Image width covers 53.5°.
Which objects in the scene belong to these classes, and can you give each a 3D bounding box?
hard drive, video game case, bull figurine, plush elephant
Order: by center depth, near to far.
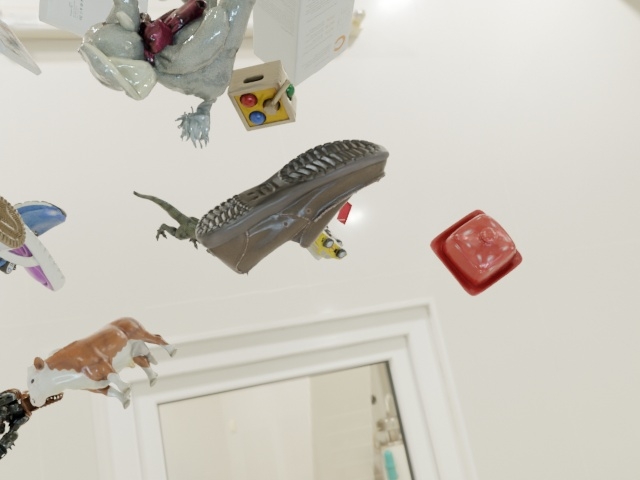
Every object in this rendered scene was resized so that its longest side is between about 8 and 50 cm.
[{"bbox_3d":[-0.289,-0.344,1.095,0.256,0.329,0.272,8,10,-33],"label":"plush elephant"},{"bbox_3d":[-0.440,0.251,1.296,0.101,0.188,0.310,-63,-8,26],"label":"bull figurine"},{"bbox_3d":[-0.677,-0.435,1.360,0.019,0.143,0.157,-38,-3,0],"label":"video game case"},{"bbox_3d":[-0.592,-0.630,1.687,0.040,0.203,0.308,2,-3,33],"label":"hard drive"}]

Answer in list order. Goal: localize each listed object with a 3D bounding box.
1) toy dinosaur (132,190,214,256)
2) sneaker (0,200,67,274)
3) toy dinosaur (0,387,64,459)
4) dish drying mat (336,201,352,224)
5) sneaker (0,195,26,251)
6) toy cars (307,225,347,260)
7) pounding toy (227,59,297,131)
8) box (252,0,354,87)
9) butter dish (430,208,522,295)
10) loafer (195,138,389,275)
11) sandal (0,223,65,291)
[{"bbox_3d":[-0.274,-0.021,1.309,0.268,0.064,0.118,32,-28,-19],"label":"toy dinosaur"},{"bbox_3d":[-0.823,0.013,1.693,0.330,0.147,0.130,-29,-19,-3],"label":"sneaker"},{"bbox_3d":[-0.789,0.426,1.565,0.322,0.164,0.218,-42,8,15],"label":"toy dinosaur"},{"bbox_3d":[0.065,-0.078,1.749,0.008,0.032,0.083,-37,-21,-34],"label":"dish drying mat"},{"bbox_3d":[-0.568,-0.061,0.894,0.153,0.099,0.282,-15,-39,9],"label":"sneaker"},{"bbox_3d":[0.000,0.000,2.109,0.087,0.176,0.393,-44,6,5],"label":"toy cars"},{"bbox_3d":[-0.106,-0.293,1.290,0.141,0.100,0.130,-8,-37,14],"label":"pounding toy"},{"bbox_3d":[-0.041,-0.601,1.614,0.215,0.168,0.345,-41,-17,-22],"label":"box"},{"bbox_3d":[0.346,0.009,1.361,0.160,0.160,0.118,-33,-16,-15],"label":"butter dish"},{"bbox_3d":[-0.038,-0.061,1.130,0.366,0.130,0.134,-28,30,-5],"label":"loafer"},{"bbox_3d":[-0.717,0.005,1.440,0.169,0.102,0.416,20,-30,31],"label":"sandal"}]
